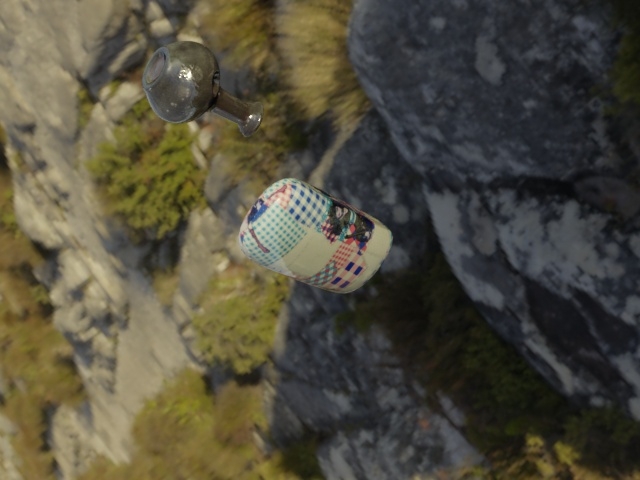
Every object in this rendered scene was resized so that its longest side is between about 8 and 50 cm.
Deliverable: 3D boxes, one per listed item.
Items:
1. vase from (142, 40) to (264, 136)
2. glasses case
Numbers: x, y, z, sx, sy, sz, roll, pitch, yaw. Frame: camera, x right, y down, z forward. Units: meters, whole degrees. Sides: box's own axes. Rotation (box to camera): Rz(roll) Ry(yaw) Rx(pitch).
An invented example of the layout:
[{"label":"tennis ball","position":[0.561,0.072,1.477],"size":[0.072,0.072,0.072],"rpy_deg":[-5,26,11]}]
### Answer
[{"label":"vase","position":[-0.163,-0.209,1.436],"size":[0.182,0.120,0.120],"rpy_deg":[25,176,-36]},{"label":"glasses case","position":[0.000,0.000,1.409],"size":[0.076,0.125,0.327],"rpy_deg":[39,-171,32]}]
